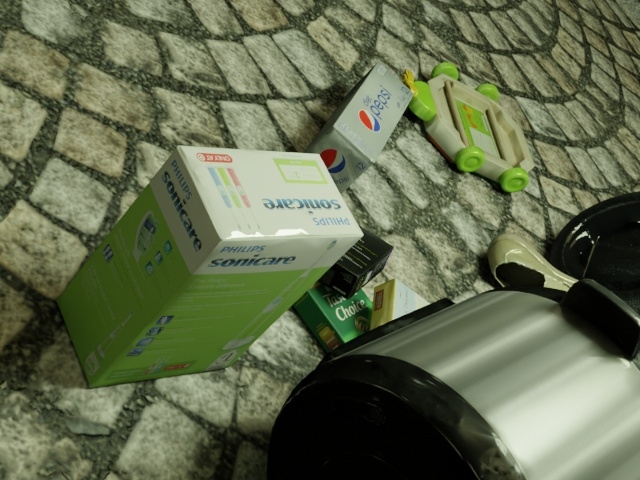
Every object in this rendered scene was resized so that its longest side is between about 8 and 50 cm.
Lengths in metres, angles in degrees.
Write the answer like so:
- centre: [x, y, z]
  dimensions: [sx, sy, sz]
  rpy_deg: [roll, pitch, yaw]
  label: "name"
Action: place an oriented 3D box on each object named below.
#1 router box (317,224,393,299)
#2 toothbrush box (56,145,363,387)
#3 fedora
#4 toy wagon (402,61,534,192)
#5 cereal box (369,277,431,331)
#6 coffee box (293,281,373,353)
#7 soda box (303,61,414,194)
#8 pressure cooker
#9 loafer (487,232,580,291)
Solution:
- centre: [0.000, 0.000, 1.410]
  dimensions: [0.178, 0.046, 0.133]
  rpy_deg: [33, 29, 14]
  label: "router box"
- centre: [-0.126, 0.032, 1.096]
  dimensions: [0.206, 0.283, 0.122]
  rpy_deg: [-2, 57, -46]
  label: "toothbrush box"
- centre: [0.600, 0.056, 1.848]
  dimensions: [0.152, 0.334, 0.334]
  rpy_deg: [57, 25, -36]
  label: "fedora"
- centre: [0.280, -0.237, 1.968]
  dimensions: [0.344, 0.068, 0.267]
  rpy_deg: [20, 42, -31]
  label: "toy wagon"
- centre: [0.158, 0.182, 1.385]
  dimensions: [0.240, 0.047, 0.173]
  rpy_deg: [36, 45, -32]
  label: "cereal box"
- centre: [0.042, 0.121, 1.389]
  dimensions: [0.184, 0.040, 0.113]
  rpy_deg: [54, 35, 11]
  label: "coffee box"
- centre: [0.065, -0.193, 1.675]
  dimensions: [0.091, 0.098, 0.286]
  rpy_deg: [42, 36, -8]
  label: "soda box"
- centre: [0.196, 0.250, 1.110]
  dimensions: [0.420, 0.369, 0.376]
  rpy_deg: [-18, 93, -41]
  label: "pressure cooker"
- centre: [0.394, 0.101, 1.729]
  dimensions: [0.268, 0.102, 0.092]
  rpy_deg: [37, 36, 3]
  label: "loafer"
